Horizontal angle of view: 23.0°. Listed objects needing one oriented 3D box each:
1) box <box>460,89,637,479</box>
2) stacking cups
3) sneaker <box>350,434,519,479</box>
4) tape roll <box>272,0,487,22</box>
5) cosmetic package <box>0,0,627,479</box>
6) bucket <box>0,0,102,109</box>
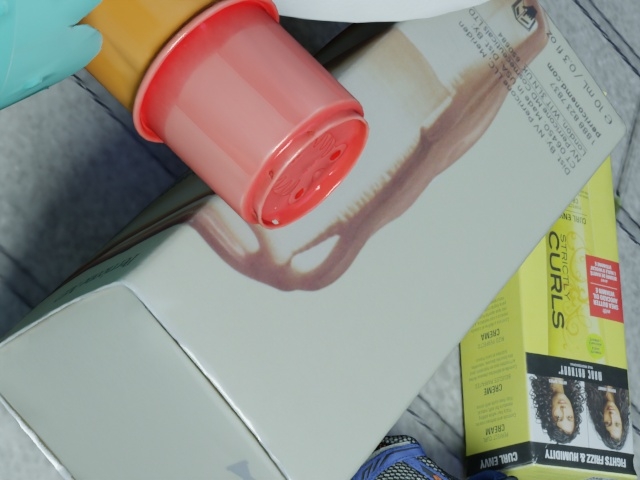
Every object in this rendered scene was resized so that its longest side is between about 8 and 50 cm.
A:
[{"bbox_3d":[0.125,0.022,0.896,0.087,0.058,0.232,13,67,-34],"label":"box"},{"bbox_3d":[-0.110,-0.130,0.642,0.096,0.096,0.316,-25,61,-41],"label":"stacking cups"},{"bbox_3d":[0.098,0.164,0.815,0.221,0.083,0.087,31,50,-31],"label":"sneaker"},{"bbox_3d":[-0.002,-0.232,0.763,0.286,0.100,0.286,6,47,-7],"label":"tape roll"},{"bbox_3d":[0.000,0.000,0.745,0.129,0.153,0.296,52,49,-11],"label":"cosmetic package"},{"bbox_3d":[-0.221,-0.133,0.540,0.183,0.281,0.281,-36,98,-33],"label":"bucket"}]
